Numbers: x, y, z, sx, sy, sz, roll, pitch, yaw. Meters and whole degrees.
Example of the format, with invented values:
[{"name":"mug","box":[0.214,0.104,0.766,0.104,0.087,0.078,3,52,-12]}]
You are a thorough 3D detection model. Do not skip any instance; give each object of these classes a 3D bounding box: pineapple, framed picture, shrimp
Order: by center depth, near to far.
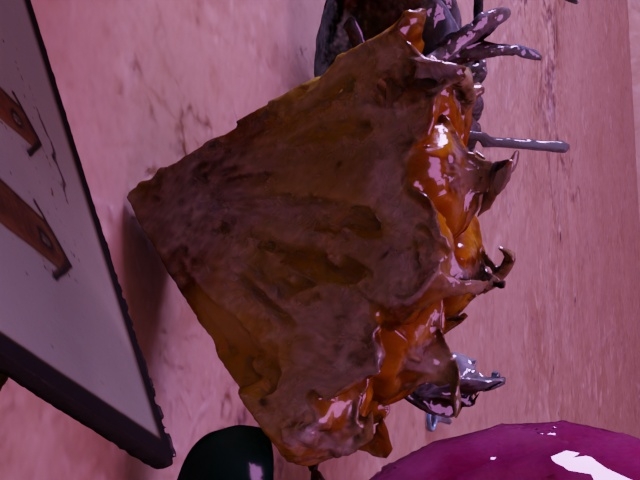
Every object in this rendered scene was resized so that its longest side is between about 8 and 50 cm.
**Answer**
[{"name":"framed picture","box":[-0.142,-0.075,0.492,0.244,0.013,0.324,69,9,27]},{"name":"pineapple","box":[0.000,0.000,0.803,0.236,0.186,0.114,-67,158,-15]},{"name":"shrimp","box":[0.070,-0.063,1.091,0.221,0.166,0.411,-126,-141,-62]}]

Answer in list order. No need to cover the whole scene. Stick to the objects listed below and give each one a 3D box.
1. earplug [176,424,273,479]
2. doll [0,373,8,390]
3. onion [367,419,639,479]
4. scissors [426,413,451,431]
[{"name":"earplug","box":[-0.056,0.200,0.669,0.257,0.280,0.164,-29,96,-29]},{"name":"doll","box":[-0.160,0.057,0.520,0.137,0.097,0.209,-57,175,-2]},{"name":"onion","box":[0.132,0.259,0.920,0.358,0.358,0.345,-67,152,-50]},{"name":"scissors","box":[0.107,0.157,1.399,0.083,0.006,0.036,41,53,-66]}]
